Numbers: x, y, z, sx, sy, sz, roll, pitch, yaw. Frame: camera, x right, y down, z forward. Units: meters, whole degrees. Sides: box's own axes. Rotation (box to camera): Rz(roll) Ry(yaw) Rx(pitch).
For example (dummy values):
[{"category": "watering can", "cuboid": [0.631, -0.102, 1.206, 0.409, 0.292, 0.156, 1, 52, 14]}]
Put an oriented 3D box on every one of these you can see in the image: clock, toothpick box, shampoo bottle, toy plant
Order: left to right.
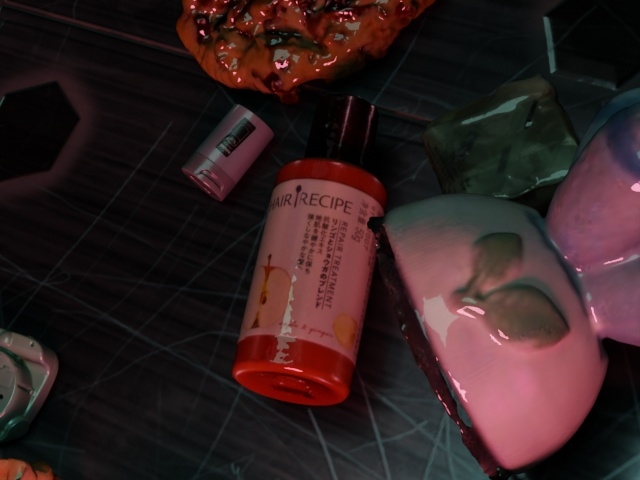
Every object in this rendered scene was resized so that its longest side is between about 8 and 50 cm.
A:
[{"category": "clock", "cuboid": [-0.317, 0.151, 1.267, 0.101, 0.041, 0.135, 12, 70, 28]}, {"category": "toothpick box", "cuboid": [-0.090, -0.085, 1.284, 0.052, 0.052, 0.083, 33, 80, 32]}, {"category": "shampoo bottle", "cuboid": [0.000, 0.000, 1.172, 0.104, 0.104, 0.278, 2, 65, 24]}, {"category": "toy plant", "cuboid": [0.225, 0.011, 0.994, 0.332, 0.247, 0.247, -27, 58, 10]}]

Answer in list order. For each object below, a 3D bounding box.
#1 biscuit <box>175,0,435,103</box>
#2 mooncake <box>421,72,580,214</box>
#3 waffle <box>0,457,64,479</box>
[{"category": "biscuit", "cuboid": [-0.007, -0.298, 1.341, 0.289, 0.081, 0.334, 32, 79, 31]}, {"category": "mooncake", "cuboid": [0.162, -0.071, 1.157, 0.130, 0.073, 0.125, -20, 57, 10]}, {"category": "waffle", "cuboid": [-0.368, 0.366, 1.138, 0.261, 0.114, 0.376, 1, 65, 24]}]
